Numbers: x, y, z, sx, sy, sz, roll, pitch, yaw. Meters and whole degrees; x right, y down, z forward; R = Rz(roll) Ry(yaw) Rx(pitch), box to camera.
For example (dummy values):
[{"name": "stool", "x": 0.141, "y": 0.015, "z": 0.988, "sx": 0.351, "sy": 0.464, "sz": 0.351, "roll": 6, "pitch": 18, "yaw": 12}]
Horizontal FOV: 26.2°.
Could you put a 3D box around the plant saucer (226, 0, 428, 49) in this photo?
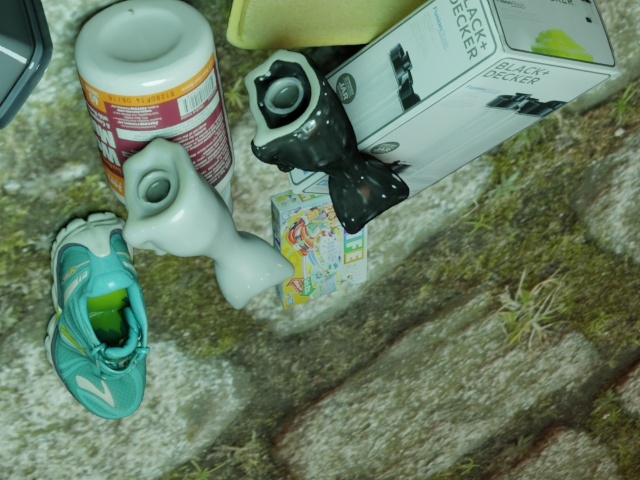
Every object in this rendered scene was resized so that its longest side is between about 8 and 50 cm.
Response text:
[{"name": "plant saucer", "x": 0.083, "y": -0.330, "z": 1.183, "sx": 0.332, "sy": 0.081, "sz": 0.333, "roll": -8, "pitch": 134, "yaw": -27}]

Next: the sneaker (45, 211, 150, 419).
[{"name": "sneaker", "x": -0.222, "y": 0.099, "z": 1.401, "sx": 0.107, "sy": 0.110, "sz": 0.275, "roll": -18, "pitch": 139, "yaw": -17}]

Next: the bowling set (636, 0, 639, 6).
[{"name": "bowling set", "x": 0.443, "y": -0.326, "z": 1.357, "sx": 0.200, "sy": 0.154, "sz": 0.287, "roll": 18, "pitch": 120, "yaw": -42}]

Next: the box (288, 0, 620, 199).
[{"name": "box", "x": 0.111, "y": -0.137, "z": 1.287, "sx": 0.169, "sy": 0.087, "sz": 0.290, "roll": 3, "pitch": 155, "yaw": -43}]

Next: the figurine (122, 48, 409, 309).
[{"name": "figurine", "x": -0.043, "y": -0.034, "z": 1.206, "sx": 0.215, "sy": 0.092, "sz": 0.209, "roll": -34, "pitch": 143, "yaw": 9}]

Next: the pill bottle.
[{"name": "pill bottle", "x": -0.142, "y": -0.099, "z": 1.241, "sx": 0.121, "sy": 0.121, "sz": 0.221, "roll": -21, "pitch": 139, "yaw": -13}]

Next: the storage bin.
[{"name": "storage bin", "x": -0.282, "y": -0.161, "z": 1.092, "sx": 0.091, "sy": 0.135, "sz": 0.098, "roll": 26, "pitch": 115, "yaw": -33}]

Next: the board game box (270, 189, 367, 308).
[{"name": "board game box", "x": 0.000, "y": 0.000, "z": 1.505, "sx": 0.103, "sy": 0.026, "sz": 0.154, "roll": -19, "pitch": 138, "yaw": -16}]
